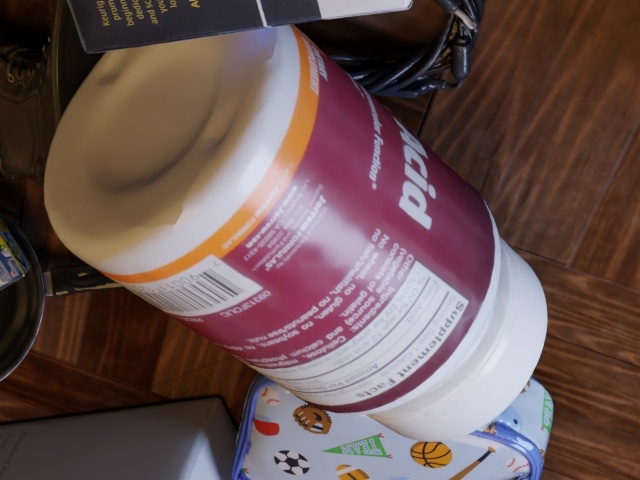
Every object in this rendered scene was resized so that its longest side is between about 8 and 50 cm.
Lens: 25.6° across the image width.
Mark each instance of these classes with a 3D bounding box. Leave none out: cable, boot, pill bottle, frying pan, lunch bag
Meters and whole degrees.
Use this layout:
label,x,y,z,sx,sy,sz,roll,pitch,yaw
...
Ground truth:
label,x,y,z,sx,sy,sz,roll,pitch,yaw
cable,0.036,-0.177,1.101,0.184,0.047,0.150,7,133,-4
boot,-0.243,-0.139,1.159,0.229,0.091,0.263,33,128,37
pill bottle,0.000,0.000,1.096,0.224,0.224,0.392,-23,139,30
frying pan,-0.307,0.023,1.362,0.326,0.053,0.197,-29,88,-2
lunch bag,0.071,0.209,1.372,0.303,0.115,0.243,18,132,3

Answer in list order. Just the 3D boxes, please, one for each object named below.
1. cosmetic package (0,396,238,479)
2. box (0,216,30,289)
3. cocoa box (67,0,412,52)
label,x,y,z,sx,sy,sz,roll,pitch,yaw
cosmetic package,-0.286,0.326,1.529,0.453,0.161,0.230,-9,124,22
box,-0.335,-0.030,1.298,0.054,0.059,0.169,-30,100,-1
cocoa box,-0.077,-0.332,0.900,0.228,0.231,0.347,-7,126,11
